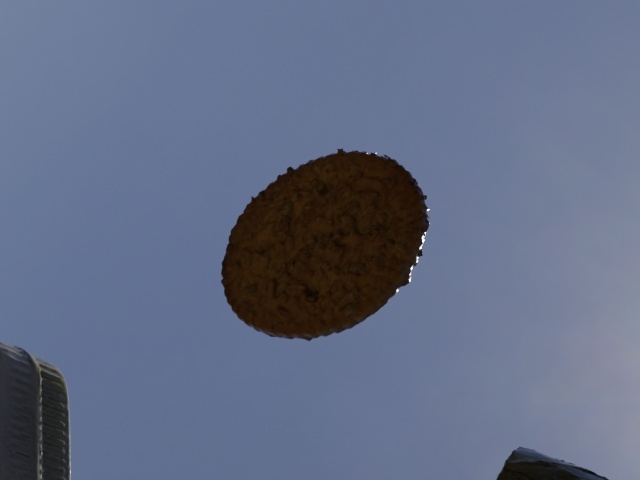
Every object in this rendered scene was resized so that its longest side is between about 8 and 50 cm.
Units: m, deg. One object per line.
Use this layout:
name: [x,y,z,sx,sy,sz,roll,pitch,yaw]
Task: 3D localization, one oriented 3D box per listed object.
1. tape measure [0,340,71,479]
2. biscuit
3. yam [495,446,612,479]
tape measure: [-0.339,0.224,1.097,0.271,0.133,0.231,-17,-119,22]
biscuit: [0.000,0.000,1.413,0.254,0.035,0.254,-16,-131,20]
yam: [0.313,0.383,1.545,0.271,0.201,0.202,19,-84,21]
